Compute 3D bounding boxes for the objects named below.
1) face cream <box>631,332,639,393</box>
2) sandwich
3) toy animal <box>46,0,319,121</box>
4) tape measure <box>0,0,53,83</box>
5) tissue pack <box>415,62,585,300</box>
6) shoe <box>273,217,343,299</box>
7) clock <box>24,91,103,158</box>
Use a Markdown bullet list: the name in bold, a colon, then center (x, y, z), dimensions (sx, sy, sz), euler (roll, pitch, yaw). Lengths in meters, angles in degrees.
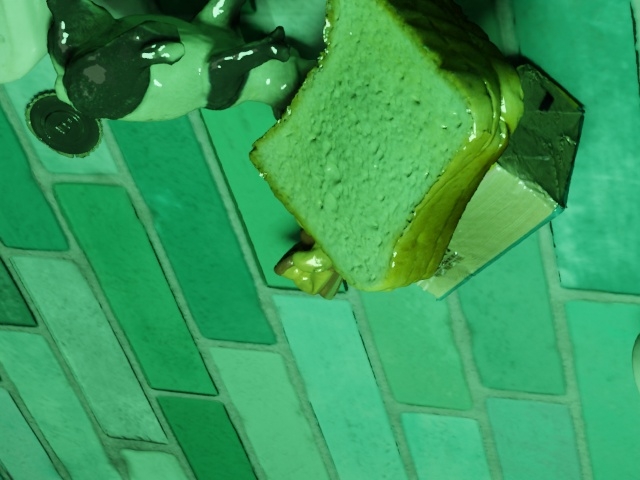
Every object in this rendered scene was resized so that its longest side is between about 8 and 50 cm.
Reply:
- **face cream**: center (0.378, 0.075, 1.116), dimensions (0.101, 0.101, 0.251), euler (40, 137, -18)
- **sandwich**: center (0.044, -0.083, 1.021), dimensions (0.186, 0.065, 0.215), euler (53, 136, 25)
- **toy animal**: center (-0.103, -0.143, 1.079), dimensions (0.225, 0.094, 0.121), euler (-5, 145, -25)
- **tape measure**: center (-0.296, -0.262, 1.051), dimensions (0.265, 0.130, 0.258), euler (18, 138, 16)
- **tissue pack**: center (0.123, -0.045, 1.089), dimensions (0.082, 0.120, 0.169), euler (32, 141, -14)
- **shoe**: center (-0.001, 0.003, 1.240), dimensions (0.069, 0.072, 0.109), euler (16, 140, 1)
- **clock**: center (-0.237, -0.108, 1.279), dimensions (0.074, 0.010, 0.083), euler (38, 139, -16)
